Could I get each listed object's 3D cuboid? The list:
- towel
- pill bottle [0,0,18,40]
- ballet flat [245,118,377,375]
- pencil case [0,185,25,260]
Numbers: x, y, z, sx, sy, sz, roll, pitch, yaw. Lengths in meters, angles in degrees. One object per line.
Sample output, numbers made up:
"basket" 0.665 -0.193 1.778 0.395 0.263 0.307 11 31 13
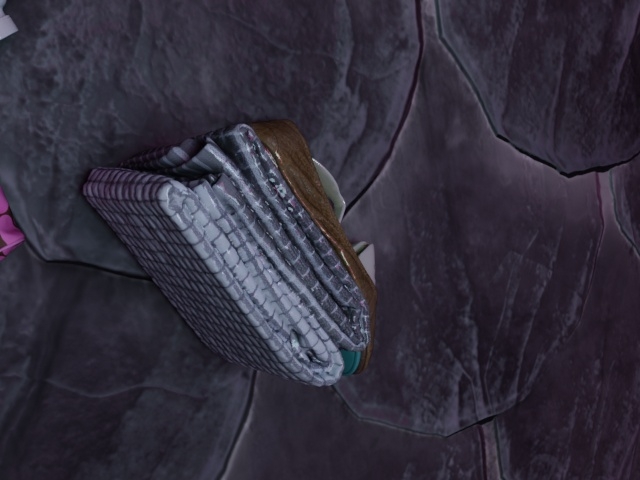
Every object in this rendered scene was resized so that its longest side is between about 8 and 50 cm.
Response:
"towel" -0.097 0.015 0.827 0.121 0.235 0.284 -46 116 -23
"pill bottle" -0.346 -0.243 0.749 0.067 0.067 0.120 -39 112 -23
"ballet flat" 0.000 0.000 0.971 0.124 0.116 0.343 -42 111 -42
"pencil case" -0.354 -0.070 0.742 0.095 0.098 0.210 -26 108 -27
